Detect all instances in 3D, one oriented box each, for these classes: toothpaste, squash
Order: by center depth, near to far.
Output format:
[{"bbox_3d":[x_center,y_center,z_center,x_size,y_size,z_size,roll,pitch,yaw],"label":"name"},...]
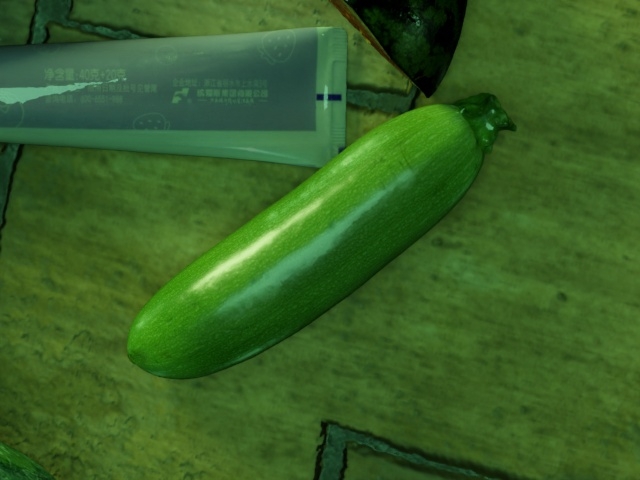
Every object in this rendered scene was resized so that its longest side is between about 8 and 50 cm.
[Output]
[{"bbox_3d":[0.000,0.000,1.458,0.395,0.107,0.107,-35,95,0],"label":"squash"},{"bbox_3d":[-0.159,-0.124,1.462,0.371,0.080,0.125,0,94,-7],"label":"toothpaste"}]

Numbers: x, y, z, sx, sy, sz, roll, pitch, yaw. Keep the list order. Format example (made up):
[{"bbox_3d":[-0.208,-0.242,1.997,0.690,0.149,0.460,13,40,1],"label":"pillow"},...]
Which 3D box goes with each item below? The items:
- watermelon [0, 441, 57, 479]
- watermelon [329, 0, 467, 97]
[{"bbox_3d":[-0.384,0.275,1.426,0.387,0.228,0.258,13,103,2],"label":"watermelon"},{"bbox_3d":[0.078,-0.232,1.444,0.145,0.193,0.137,-46,50,0],"label":"watermelon"}]
